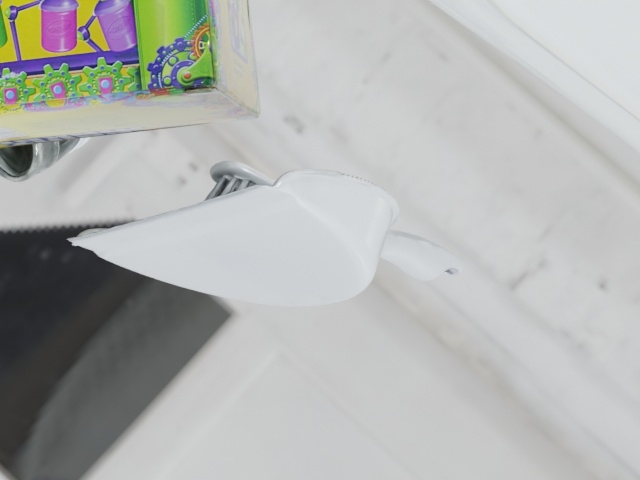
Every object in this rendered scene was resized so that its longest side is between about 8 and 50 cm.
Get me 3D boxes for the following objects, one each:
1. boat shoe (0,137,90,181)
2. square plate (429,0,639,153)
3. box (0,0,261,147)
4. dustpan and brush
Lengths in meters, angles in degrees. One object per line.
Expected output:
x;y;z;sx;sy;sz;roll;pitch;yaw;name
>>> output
-0.277;-0.197;1.433;0.121;0.335;0.119;-25;-161;27;boat shoe
0.219;-0.135;0.758;0.344;0.347;0.049;-46;-167;39;square plate
-0.196;-0.192;1.015;0.289;0.279;0.177;-5;178;6;box
0.000;0.000;0.952;0.147;0.211;0.060;-14;-121;42;dustpan and brush
